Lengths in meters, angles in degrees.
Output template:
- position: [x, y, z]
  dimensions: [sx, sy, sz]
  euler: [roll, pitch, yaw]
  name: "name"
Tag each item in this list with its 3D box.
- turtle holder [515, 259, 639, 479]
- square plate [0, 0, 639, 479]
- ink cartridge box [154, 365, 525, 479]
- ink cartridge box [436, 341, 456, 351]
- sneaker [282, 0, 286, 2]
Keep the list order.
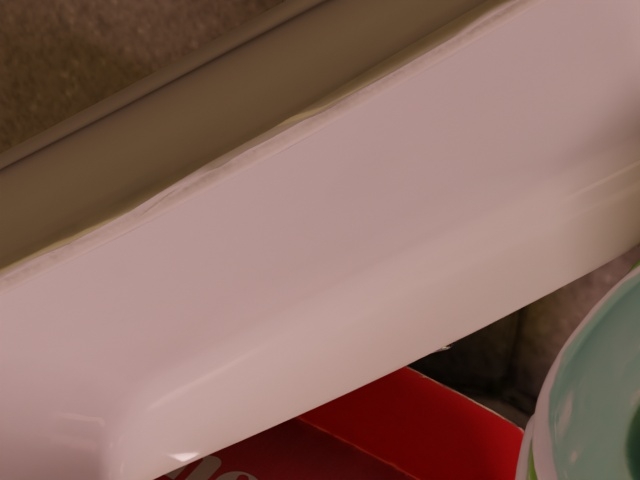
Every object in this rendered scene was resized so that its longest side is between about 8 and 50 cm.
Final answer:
- position: [0.221, 0.107, 0.532]
  dimensions: [0.320, 0.227, 0.243]
  euler: [8, 114, 28]
  name: "turtle holder"
- position: [0.000, 0.000, 0.497]
  dimensions: [0.344, 0.347, 0.049]
  euler: [-27, 75, 9]
  name: "square plate"
- position: [-0.072, 0.155, 0.759]
  dimensions: [0.309, 0.130, 0.272]
  euler: [24, 133, 21]
  name: "ink cartridge box"
- position: [0.040, -0.010, 0.692]
  dimensions: [0.029, 0.063, 0.115]
  euler: [-17, 101, 36]
  name: "ink cartridge box"
- position: [0.119, -0.168, 0.544]
  dimensions: [0.330, 0.146, 0.122]
  euler: [-28, 127, 17]
  name: "sneaker"
